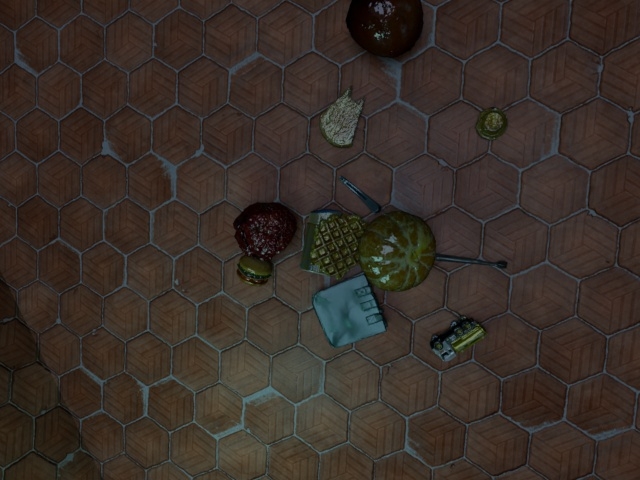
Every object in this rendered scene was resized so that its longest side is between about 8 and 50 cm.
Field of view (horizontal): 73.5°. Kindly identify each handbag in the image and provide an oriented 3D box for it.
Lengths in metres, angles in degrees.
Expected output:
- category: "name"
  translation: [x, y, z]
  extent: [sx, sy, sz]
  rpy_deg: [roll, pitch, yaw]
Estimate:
- category: "handbag"
  translation: [0.127, 0.308, 1.870]
  extent: [0.274, 0.100, 0.269]
  rpy_deg: [-26, 85, 11]

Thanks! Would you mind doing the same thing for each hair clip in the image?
- category: "hair clip"
  translation: [0.166, -0.199, 1.848]
  extent: [0.229, 0.070, 0.039]
  rpy_deg: [41, 104, 13]

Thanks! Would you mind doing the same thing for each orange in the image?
- category: "orange"
  translation: [0.304, 0.044, 1.720]
  extent: [0.328, 0.249, 0.330]
  rpy_deg: [-5, 107, -17]

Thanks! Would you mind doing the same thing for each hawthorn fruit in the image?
- category: "hawthorn fruit"
  translation: [0.246, -0.867, 1.667]
  extent: [0.315, 0.316, 0.316]
  rpy_deg: [1, 94, 11]

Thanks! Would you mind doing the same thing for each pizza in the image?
- category: "pizza"
  translation: [0.093, -0.535, 1.841]
  extent: [0.181, 0.034, 0.262]
  rpy_deg: [24, 99, 8]

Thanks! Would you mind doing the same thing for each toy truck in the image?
- category: "toy truck"
  translation: [0.573, 0.409, 1.786]
  extent: [0.226, 0.098, 0.114]
  rpy_deg: [-38, 92, 10]

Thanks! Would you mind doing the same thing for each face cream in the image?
- category: "face cream"
  translation: [0.000, 0.000, 1.882]
  extent: [0.139, 0.067, 0.285]
  rpy_deg: [12, 97, 5]

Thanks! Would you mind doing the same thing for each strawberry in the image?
- category: "strawberry"
  translation: [-0.246, -0.054, 1.833]
  extent: [0.273, 0.220, 0.274]
  rpy_deg: [-3, 73, 9]

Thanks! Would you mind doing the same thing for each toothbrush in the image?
- category: "toothbrush"
  translation: [0.623, 0.085, 1.788]
  extent: [0.297, 0.031, 0.030]
  rpy_deg: [6, 70, 12]

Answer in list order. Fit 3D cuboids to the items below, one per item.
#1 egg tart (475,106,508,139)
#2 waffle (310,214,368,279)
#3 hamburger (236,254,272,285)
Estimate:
- category: "egg tart"
  translation: [0.688, -0.469, 1.721]
  extent: [0.130, 0.052, 0.131]
  rpy_deg: [1, 97, 10]
- category: "waffle"
  translation: [0.102, 0.031, 1.830]
  extent: [0.300, 0.058, 0.282]
  rpy_deg: [-2, 98, -6]
- category: "hamburger"
  translation: [-0.295, 0.130, 1.905]
  extent: [0.161, 0.162, 0.115]
  rpy_deg: [27, 111, 8]
